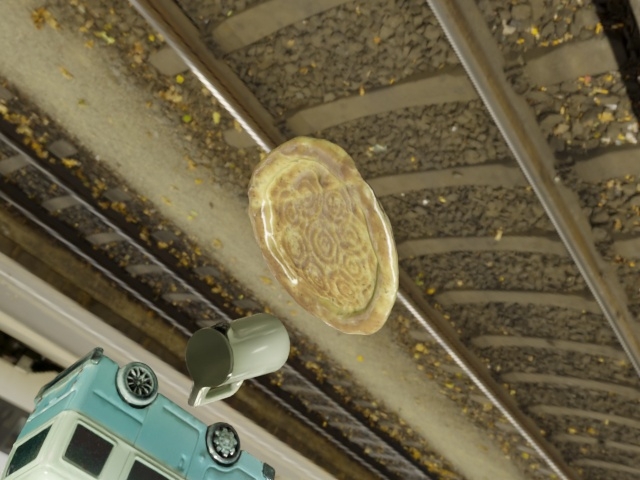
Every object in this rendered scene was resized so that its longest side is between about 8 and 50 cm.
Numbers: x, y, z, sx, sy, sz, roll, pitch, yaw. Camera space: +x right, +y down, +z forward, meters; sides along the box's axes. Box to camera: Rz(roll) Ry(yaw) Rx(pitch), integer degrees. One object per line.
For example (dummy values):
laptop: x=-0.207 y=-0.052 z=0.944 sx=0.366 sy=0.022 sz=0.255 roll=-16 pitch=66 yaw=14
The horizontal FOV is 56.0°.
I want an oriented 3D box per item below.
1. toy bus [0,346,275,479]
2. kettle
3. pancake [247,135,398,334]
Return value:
toy bus: x=-0.191 y=0.264 z=0.653 sx=0.133 sy=0.165 sz=0.271 roll=-34 pitch=116 yaw=29
kettle: x=-0.135 y=0.176 z=0.931 sx=0.127 sy=0.148 sz=0.098 roll=-37 pitch=74 yaw=25
pancake: x=0.000 y=0.000 z=0.698 sx=0.250 sy=0.031 sz=0.250 roll=28 pitch=131 yaw=38
